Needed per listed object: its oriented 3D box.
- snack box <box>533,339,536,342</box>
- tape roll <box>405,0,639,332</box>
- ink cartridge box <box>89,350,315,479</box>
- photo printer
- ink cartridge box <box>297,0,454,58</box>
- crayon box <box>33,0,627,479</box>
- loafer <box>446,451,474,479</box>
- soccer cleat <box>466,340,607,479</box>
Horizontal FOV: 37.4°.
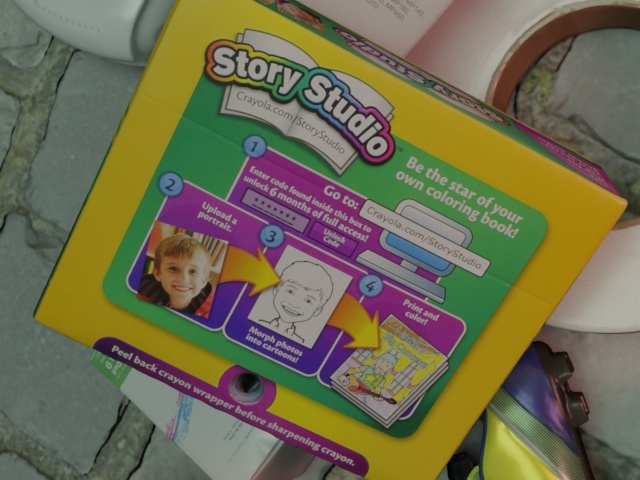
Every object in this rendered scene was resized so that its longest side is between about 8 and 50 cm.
[{"bbox_3d":[0.120,0.112,0.933,0.178,0.022,0.064,-26,75,19],"label":"snack box"},{"bbox_3d":[0.253,-0.108,0.853,0.392,0.072,0.392,-2,84,21],"label":"tape roll"},{"bbox_3d":[-0.100,0.148,0.951,0.212,0.154,0.093,37,101,20],"label":"ink cartridge box"},{"bbox_3d":[-0.225,-0.363,1.058,0.256,0.107,0.307,33,100,21],"label":"photo printer"},{"bbox_3d":[-0.011,-0.193,0.886,0.131,0.226,0.306,39,104,-17],"label":"ink cartridge box"},{"bbox_3d":[0.000,0.000,0.772,0.363,0.106,0.313,27,109,-7],"label":"crayon box"},{"bbox_3d":[0.170,0.276,0.890,0.061,0.062,0.170,-22,81,-2],"label":"loafer"},{"bbox_3d":[0.200,0.235,0.851,0.121,0.093,0.289,-17,80,16],"label":"soccer cleat"}]
